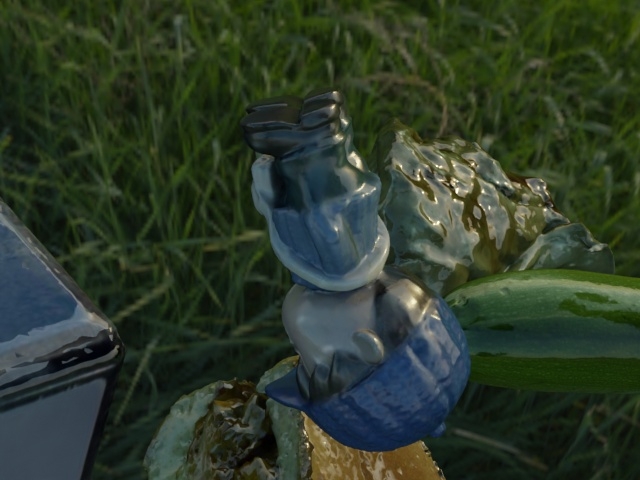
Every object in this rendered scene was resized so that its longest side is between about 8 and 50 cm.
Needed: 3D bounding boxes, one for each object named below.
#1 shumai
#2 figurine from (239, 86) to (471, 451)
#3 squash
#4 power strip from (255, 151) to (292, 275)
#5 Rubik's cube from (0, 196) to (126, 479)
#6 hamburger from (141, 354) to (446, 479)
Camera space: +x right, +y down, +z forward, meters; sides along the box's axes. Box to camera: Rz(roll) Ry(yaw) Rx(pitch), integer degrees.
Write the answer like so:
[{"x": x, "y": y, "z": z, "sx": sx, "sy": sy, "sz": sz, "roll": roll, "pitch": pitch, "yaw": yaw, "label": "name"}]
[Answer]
[{"x": 0.160, "y": 0.032, "z": 1.350, "sx": 0.288, "sy": 0.330, "sz": 0.292, "roll": 20, "pitch": 77, "yaw": 1, "label": "shumai"}, {"x": 0.015, "y": 0.011, "z": 0.495, "sx": 0.079, "sy": 0.136, "sz": 0.077, "roll": -3, "pitch": 19, "yaw": 4, "label": "figurine"}, {"x": 0.230, "y": 0.075, "z": 1.066, "sx": 0.379, "sy": 0.101, "sz": 0.101, "roll": 2, "pitch": 56, "yaw": -12, "label": "squash"}, {"x": 0.000, "y": 0.000, "z": 0.778, "sx": 0.029, "sy": 0.080, "sz": 0.227, "roll": -35, "pitch": 25, "yaw": 7, "label": "power strip"}, {"x": -0.364, "y": 0.120, "z": 0.906, "sx": 0.316, "sy": 0.318, "sz": 0.313, "roll": -16, "pitch": 49, "yaw": -42, "label": "Rubik's cube"}, {"x": -0.001, "y": 0.274, "z": 1.144, "sx": 0.195, "sy": 0.277, "sz": 0.318, "roll": -30, "pitch": 43, "yaw": 32, "label": "hamburger"}]
